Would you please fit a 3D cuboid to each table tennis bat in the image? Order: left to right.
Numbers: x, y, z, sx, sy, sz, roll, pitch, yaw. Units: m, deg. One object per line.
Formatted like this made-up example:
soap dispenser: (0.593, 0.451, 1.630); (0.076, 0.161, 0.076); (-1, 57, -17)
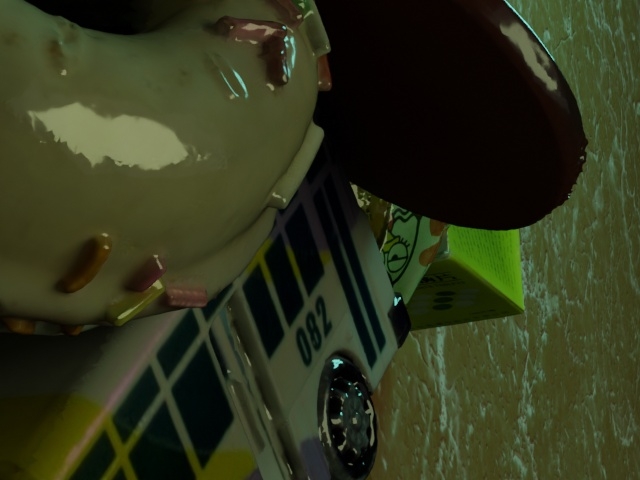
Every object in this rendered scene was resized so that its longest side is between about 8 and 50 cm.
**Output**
table tennis bat: (-0.009, -0.119, 1.106); (0.051, 0.414, 0.268); (-50, 133, -22)

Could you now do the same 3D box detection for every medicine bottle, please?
medicine bottle: (0.091, -0.009, 1.635); (0.250, 0.137, 0.141); (32, 54, -63)

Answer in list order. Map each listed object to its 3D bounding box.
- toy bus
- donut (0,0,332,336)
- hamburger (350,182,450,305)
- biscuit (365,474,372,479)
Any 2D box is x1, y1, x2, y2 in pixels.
toy bus: (-0.118, 0.089, 1.025); (0.440, 0.209, 0.249); (-57, 133, -54)
donut: (-0.153, -0.129, 0.872); (0.382, 0.142, 0.383); (26, 40, -24)
hamburger: (-0.003, -0.002, 1.400); (0.214, 0.125, 0.235); (-61, 140, -19)
biscuit: (-0.019, 0.299, 1.400); (0.351, 0.057, 0.312); (-11, 94, -69)
